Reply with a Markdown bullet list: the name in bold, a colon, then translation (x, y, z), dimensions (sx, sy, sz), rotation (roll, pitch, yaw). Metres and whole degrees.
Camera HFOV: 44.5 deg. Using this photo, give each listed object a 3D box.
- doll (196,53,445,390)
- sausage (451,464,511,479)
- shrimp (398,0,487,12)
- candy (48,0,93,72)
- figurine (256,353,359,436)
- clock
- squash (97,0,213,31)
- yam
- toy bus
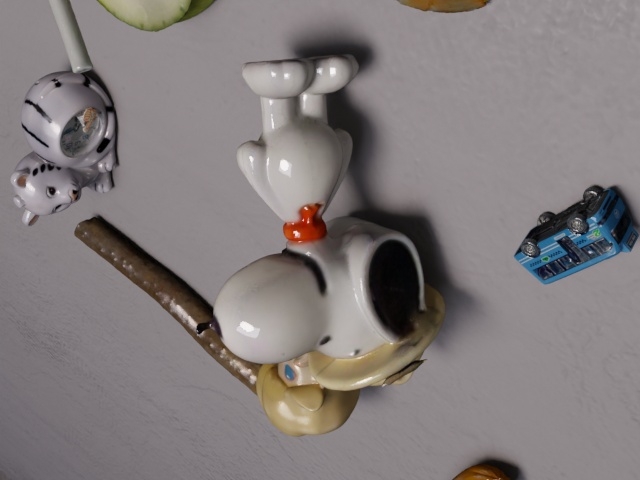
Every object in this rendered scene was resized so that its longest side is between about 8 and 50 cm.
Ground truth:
- **doll**: translation (0.018, -0.010, 0.642), dimensions (0.144, 0.208, 0.271), rotation (25, 106, 61)
- **sausage**: translation (0.154, 0.281, 0.823), dimensions (0.062, 0.054, 0.183), rotation (9, 134, -3)
- **shrimp**: translation (0.091, -0.190, 0.483), dimensions (0.162, 0.045, 0.095), rotation (-13, 113, 46)
- **candy**: translation (-0.237, -0.304, 0.584), dimensions (0.124, 0.124, 0.365), rotation (-13, 98, 48)
- **figurine**: translation (-0.012, 0.110, 0.793), dimensions (0.114, 0.108, 0.196), rotation (34, 136, 43)
- **clock**: translation (-0.292, -0.101, 0.863), dimensions (0.080, 0.117, 0.176), rotation (33, 139, 18)
- **squash**: translation (-0.161, -0.287, 0.649), dimensions (0.219, 0.041, 0.219), rotation (26, 134, 31)
- **yam**: translation (-0.178, 0.077, 0.970), dimensions (0.327, 0.045, 0.045), rotation (38, 172, 14)
- **toy bus**: translation (0.183, -0.002, 0.563), dimensions (0.046, 0.038, 0.083), rotation (46, 144, -6)
